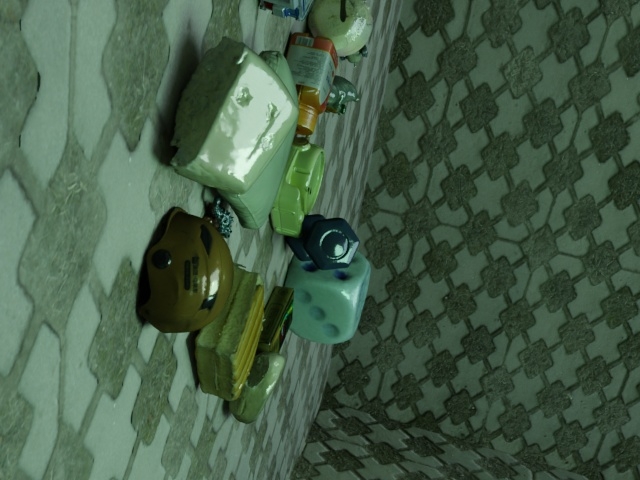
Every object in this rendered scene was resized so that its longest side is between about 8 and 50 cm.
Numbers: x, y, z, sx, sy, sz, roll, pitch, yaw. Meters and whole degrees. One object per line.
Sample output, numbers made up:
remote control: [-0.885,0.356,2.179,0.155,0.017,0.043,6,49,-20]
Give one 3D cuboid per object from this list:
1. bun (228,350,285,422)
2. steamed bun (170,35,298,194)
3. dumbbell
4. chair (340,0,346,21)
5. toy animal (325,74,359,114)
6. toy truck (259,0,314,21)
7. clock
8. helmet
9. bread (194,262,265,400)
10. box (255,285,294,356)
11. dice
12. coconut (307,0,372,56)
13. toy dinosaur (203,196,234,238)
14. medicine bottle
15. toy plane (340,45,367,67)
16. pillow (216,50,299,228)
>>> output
bun: [-0.191,0.412,1.994,0.237,0.116,0.210,-64,179,22]
steamed bun: [-0.169,-0.195,1.178,0.200,0.170,0.225,42,76,-44]
dumbbell: [0.000,0.000,2.088,0.160,0.144,0.325,-67,-166,-2]
chair: [0.008,-0.643,1.488,0.319,0.160,0.186,89,16,-68]
toy animal: [0.018,-0.442,2.093,0.108,0.138,0.236,-39,161,27]
toy truck: [-0.059,-0.559,1.317,0.268,0.124,0.155,85,26,-68]
clock: [-0.056,-0.181,1.977,0.235,0.096,0.308,86,20,-62]
helmet: [-0.222,0.062,1.251,0.198,0.130,0.224,42,61,-83]
bread: [-0.205,0.216,1.636,0.239,0.111,0.246,97,8,-51]
box: [-0.149,0.277,2.185,0.240,0.071,0.159,-67,165,-46]
dice: [0.021,0.181,2.454,0.265,0.262,0.268,-61,163,-56]
coconut: [0.058,-0.572,1.850,0.183,0.170,0.171,-25,129,-73]
toy dinosaur: [-0.205,-0.044,1.422,0.154,0.055,0.049,91,19,-62]
medicine bottle: [-0.037,-0.381,1.734,0.149,0.112,0.222,48,56,-79]
toy plane: [0.100,-0.649,2.263,0.286,0.092,0.108,41,43,-80]
pillow: [-0.124,-0.202,1.455,0.255,0.119,0.322,75,28,-72]
